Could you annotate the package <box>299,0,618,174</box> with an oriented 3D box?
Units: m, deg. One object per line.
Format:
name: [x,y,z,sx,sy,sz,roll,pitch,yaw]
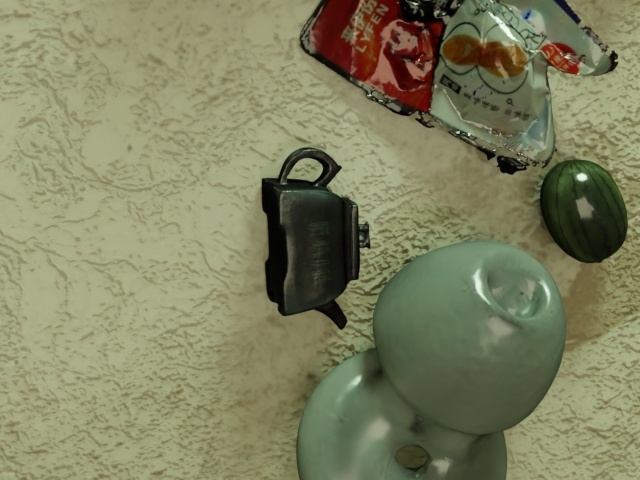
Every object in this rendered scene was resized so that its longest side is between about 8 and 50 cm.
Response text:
package: [0.137,-0.191,1.205,0.269,0.071,0.194,32,93,0]

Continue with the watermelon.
watermelon: [0.256,-0.027,1.245,0.078,0.078,0.111,-29,104,-2]

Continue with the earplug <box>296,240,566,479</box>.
earplug: [0.110,0.151,1.207,0.214,0.175,0.326,25,97,-10]

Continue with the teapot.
teapot: [0.000,0.000,1.209,0.096,0.087,0.177,-5,102,-12]
